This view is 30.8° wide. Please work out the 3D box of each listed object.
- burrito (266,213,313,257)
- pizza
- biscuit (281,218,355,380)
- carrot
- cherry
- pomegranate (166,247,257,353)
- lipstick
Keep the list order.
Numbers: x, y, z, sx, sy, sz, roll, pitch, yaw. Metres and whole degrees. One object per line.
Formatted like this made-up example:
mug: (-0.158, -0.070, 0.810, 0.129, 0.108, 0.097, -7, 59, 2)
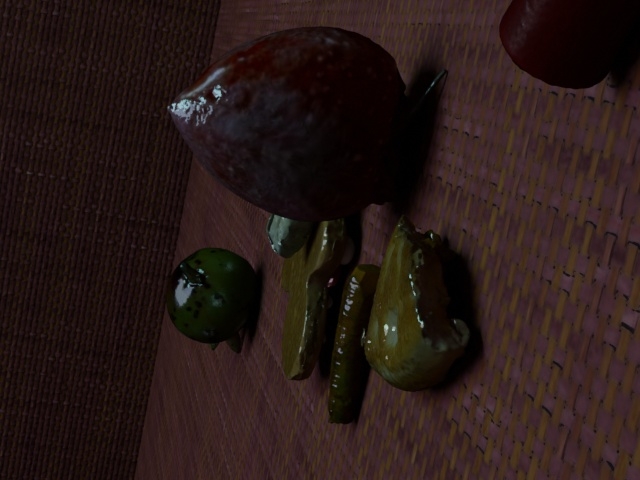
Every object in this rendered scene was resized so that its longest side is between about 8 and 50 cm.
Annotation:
burrito: (-0.017, -0.062, 1.308, 0.058, 0.045, 0.188, 54, 137, 37)
pizza: (0.080, 0.051, 0.984, 0.182, 0.062, 0.161, 114, 155, -63)
biscuit: (0.000, 0.000, 1.390, 0.216, 0.047, 0.340, 131, 146, -69)
carrot: (0.034, 0.108, 1.183, 0.042, 0.042, 0.171, -123, 40, -72)
cherry: (-0.026, -0.117, 1.135, 0.175, 0.249, 0.192, -106, 25, -44)
pomegranate: (-0.181, 0.101, 1.901, 0.220, 0.156, 0.156, 114, 161, -62)
lipstick: (0.180, -0.193, 0.661, 0.241, 0.080, 0.080, 113, 162, -49)
